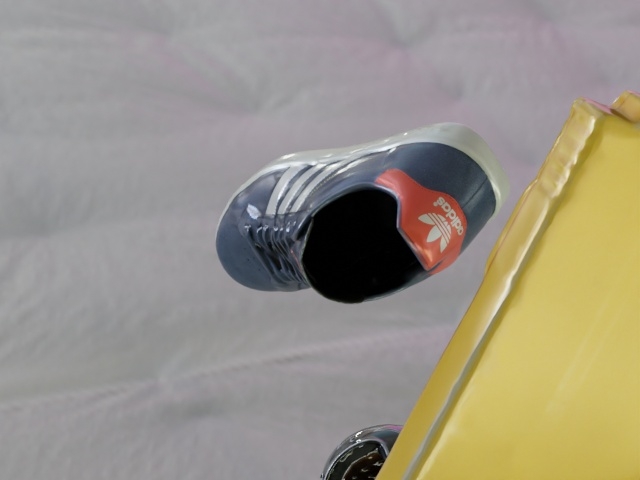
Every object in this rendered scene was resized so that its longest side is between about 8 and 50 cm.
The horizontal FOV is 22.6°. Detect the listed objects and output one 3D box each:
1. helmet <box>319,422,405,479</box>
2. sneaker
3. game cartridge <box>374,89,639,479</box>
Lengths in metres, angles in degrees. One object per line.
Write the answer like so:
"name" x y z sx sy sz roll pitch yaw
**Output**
"helmet" 0.088 0.298 1.927 0.169 0.169 0.161 -13 -152 -39
"sneaker" 0.000 0.000 1.415 0.131 0.350 0.148 51 -130 -15
"game cartridge" 0.207 0.094 0.988 0.285 0.324 0.053 22 -168 -24
